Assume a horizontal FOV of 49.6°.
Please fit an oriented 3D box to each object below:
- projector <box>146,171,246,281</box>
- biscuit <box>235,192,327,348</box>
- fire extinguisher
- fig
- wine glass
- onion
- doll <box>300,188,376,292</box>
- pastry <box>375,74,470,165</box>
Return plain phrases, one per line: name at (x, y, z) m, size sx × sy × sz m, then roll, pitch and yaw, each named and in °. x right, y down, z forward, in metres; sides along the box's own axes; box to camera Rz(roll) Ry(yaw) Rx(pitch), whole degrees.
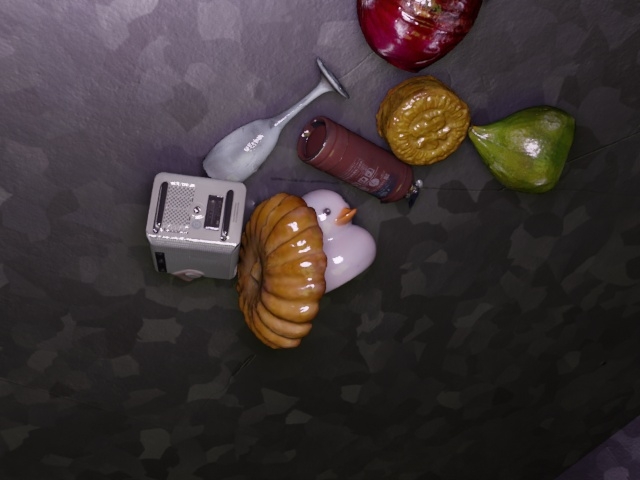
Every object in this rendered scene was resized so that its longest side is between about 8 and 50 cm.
projector at (-0.243, -0.021, 1.378) m, size 0.178 × 0.163 × 0.242 m, roll 8°, pitch 158°, yaw -8°
biscuit at (-0.096, 0.062, 1.428) m, size 0.107 × 0.325 × 0.325 m, roll 4°, pitch 126°, yaw -29°
fire extinguisher at (0.101, -0.144, 1.481) m, size 0.344 × 0.102 × 0.138 m, roll 23°, pitch 147°, yaw -36°
fig at (0.415, -0.208, 1.499) m, size 0.236 × 0.203 × 0.203 m, roll 16°, pitch 125°, yaw 5°
wine glass at (-0.074, -0.171, 1.293) m, size 0.310 × 0.264 × 0.096 m, roll -37°, pitch 128°, yaw 13°
onion at (0.169, -0.406, 1.230) m, size 0.216 × 0.207 × 0.206 m, roll 15°, pitch 118°, yaw -20°
doll at (0.000, 0.000, 1.522) m, size 0.221 × 0.221 × 0.251 m, roll 24°, pitch 144°, yaw -31°
pastry at (0.213, -0.245, 1.429) m, size 0.189 × 0.103 × 0.188 m, roll -9°, pitch 130°, yaw -11°
